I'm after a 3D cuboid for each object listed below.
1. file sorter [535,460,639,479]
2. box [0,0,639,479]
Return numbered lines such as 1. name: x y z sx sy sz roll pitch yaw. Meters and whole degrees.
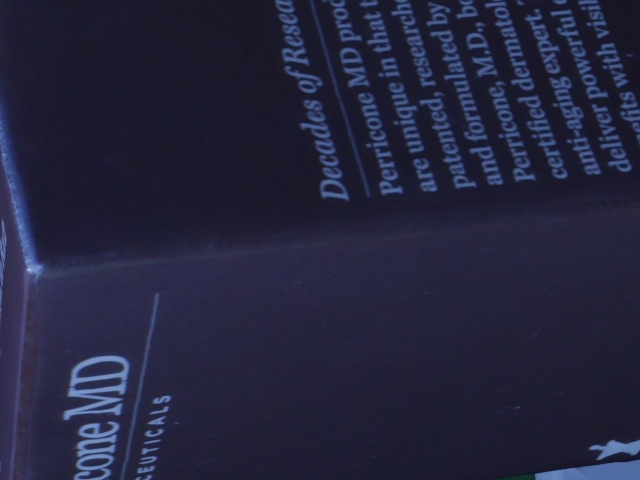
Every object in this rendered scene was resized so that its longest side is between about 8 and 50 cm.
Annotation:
1. file sorter: 0.223 0.085 0.846 0.192 0.278 0.173 8 148 -22
2. box: 0.076 -0.018 0.608 0.381 0.143 0.191 -5 150 -14
